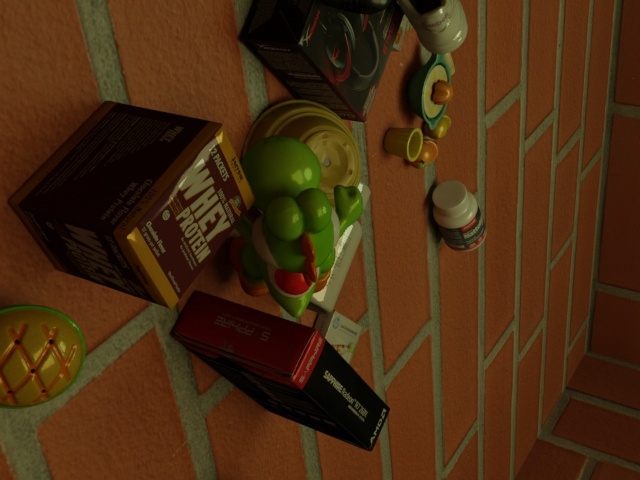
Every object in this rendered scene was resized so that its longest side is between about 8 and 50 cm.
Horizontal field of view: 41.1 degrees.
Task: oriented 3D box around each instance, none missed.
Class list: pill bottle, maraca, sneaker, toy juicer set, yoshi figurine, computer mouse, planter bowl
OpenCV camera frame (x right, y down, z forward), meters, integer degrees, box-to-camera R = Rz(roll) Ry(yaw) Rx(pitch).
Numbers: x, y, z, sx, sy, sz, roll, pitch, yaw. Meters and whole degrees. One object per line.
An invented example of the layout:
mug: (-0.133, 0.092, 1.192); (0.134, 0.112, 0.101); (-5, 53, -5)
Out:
pill bottle: (0.000, 0.000, 1.484); (0.131, 0.131, 0.229); (42, 67, -57)
maraca: (-0.362, 0.134, 0.981); (0.186, 0.099, 0.127); (4, 98, -33)
sneaker: (0.164, -0.470, 1.442); (0.152, 0.114, 0.305); (27, 40, -66)
toy juicer set: (0.251, -0.302, 1.811); (0.209, 0.090, 0.328); (28, 78, -59)
yoshi figurine: (-0.049, -0.036, 1.225); (0.203, 0.203, 0.362); (-53, 176, -17)
computer mouse: (-0.013, -0.376, 1.215); (0.041, 0.242, 0.071); (134, -34, -79)
planter bowl: (-0.008, -0.122, 1.358); (0.217, 0.090, 0.217); (0, 90, -28)
pill bottle: (0.325, -0.059, 2.025); (0.108, 0.108, 0.180); (-63, 147, -20)

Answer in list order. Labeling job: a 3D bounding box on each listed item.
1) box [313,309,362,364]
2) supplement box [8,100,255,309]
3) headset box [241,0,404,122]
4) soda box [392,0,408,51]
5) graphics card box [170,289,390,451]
box: (0.013, 0.240, 1.705); (0.145, 0.038, 0.186); (37, 69, -58)
supplement box: (-0.221, -0.048, 1.031); (0.191, 0.194, 0.129); (-55, 144, -31)
headset box: (0.020, -0.342, 1.387); (0.293, 0.110, 0.218); (38, 68, -58)
soda box: (0.130, -0.446, 1.573); (0.058, 0.063, 0.183); (12, 92, -59)
graphics card box: (-0.052, 0.220, 1.396); (0.094, 0.233, 0.371); (-64, 147, -20)
